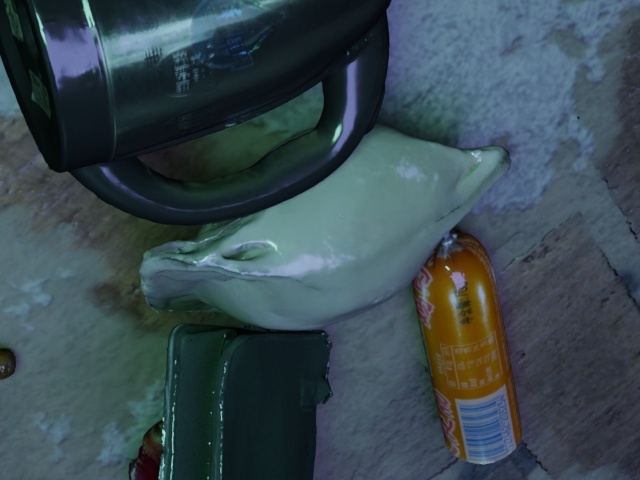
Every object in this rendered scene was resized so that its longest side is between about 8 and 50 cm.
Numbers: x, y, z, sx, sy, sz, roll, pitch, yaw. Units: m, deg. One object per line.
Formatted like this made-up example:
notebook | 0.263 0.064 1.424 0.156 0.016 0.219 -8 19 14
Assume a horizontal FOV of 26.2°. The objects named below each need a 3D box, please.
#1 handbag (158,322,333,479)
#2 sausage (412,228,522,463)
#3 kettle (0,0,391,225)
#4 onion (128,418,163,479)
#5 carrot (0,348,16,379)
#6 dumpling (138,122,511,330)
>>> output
handbag | -0.066 0.206 1.318 0.260 0.079 0.247 11 81 -68
sausage | 0.156 0.104 1.491 0.093 0.093 0.312 -23 128 -9
kettle | -0.081 -0.168 1.109 0.324 0.228 0.321 -19 113 -18
onion | -0.117 0.252 1.431 0.150 0.140 0.150 -14 126 -20
carrot | -0.338 0.122 1.317 0.093 0.032 0.032 -3 122 -20
dumpling | 0.003 -0.002 1.316 0.341 0.181 0.260 -43 172 -25
